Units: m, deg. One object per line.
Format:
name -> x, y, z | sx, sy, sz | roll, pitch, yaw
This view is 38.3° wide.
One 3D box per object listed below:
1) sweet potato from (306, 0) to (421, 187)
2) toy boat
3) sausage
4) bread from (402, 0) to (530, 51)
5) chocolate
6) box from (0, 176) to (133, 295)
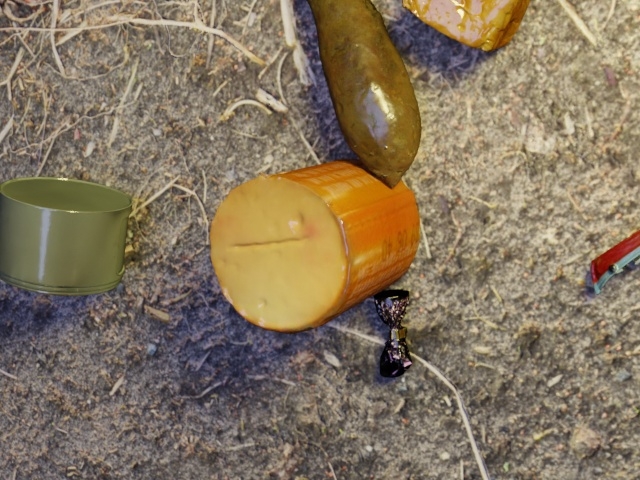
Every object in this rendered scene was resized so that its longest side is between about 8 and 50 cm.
sweet potato -> 0.050, -0.285, 1.405 | 0.130, 0.130, 0.422 | -27, 82, 25
toy boat -> 0.461, 0.018, 1.320 | 0.173, 0.069, 0.059 | -36, 78, 20
sausage -> 0.000, 0.000, 1.389 | 0.233, 0.287, 0.233 | 5, 102, 26
bread -> 0.219, -0.362, 1.301 | 0.158, 0.149, 0.143 | 36, 115, 12
chocolate -> 0.123, 0.153, 1.498 | 0.070, 0.072, 0.147 | -14, 107, -16
box -> -0.449, -0.012, 1.604 | 0.226, 0.226, 0.149 | 16, 107, 19
